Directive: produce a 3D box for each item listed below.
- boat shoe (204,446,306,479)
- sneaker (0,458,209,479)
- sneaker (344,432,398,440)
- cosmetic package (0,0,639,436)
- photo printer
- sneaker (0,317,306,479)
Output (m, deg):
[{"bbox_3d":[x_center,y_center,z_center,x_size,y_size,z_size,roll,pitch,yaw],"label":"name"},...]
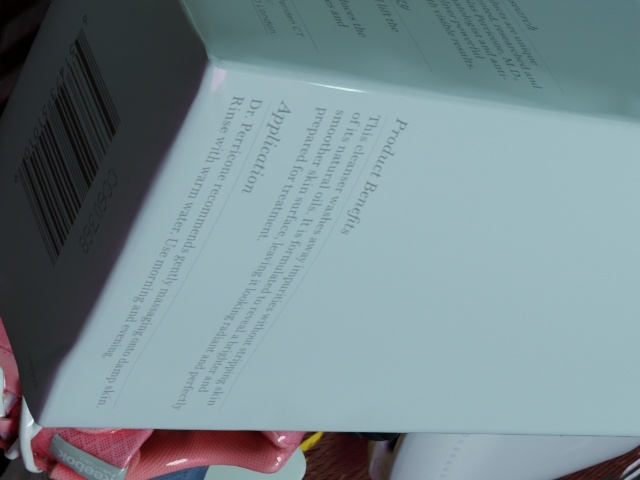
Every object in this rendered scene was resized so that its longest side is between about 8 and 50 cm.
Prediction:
[{"bbox_3d":[-0.099,0.194,1.153,0.184,0.066,0.063,-21,160,-28],"label":"boat shoe"},{"bbox_3d":[-0.153,0.199,1.033,0.148,0.131,0.350,9,128,-45],"label":"sneaker"},{"bbox_3d":[0.000,0.000,0.979,0.124,0.107,0.283,-61,146,-28],"label":"sneaker"},{"bbox_3d":[0.054,-0.026,0.756,0.385,0.156,0.217,6,131,-34],"label":"cosmetic package"},{"bbox_3d":[0.187,0.102,1.265,0.307,0.107,0.256,-11,141,-36],"label":"photo printer"},{"bbox_3d":[-0.145,0.065,0.811,0.314,0.136,0.116,2,135,-22],"label":"sneaker"}]
